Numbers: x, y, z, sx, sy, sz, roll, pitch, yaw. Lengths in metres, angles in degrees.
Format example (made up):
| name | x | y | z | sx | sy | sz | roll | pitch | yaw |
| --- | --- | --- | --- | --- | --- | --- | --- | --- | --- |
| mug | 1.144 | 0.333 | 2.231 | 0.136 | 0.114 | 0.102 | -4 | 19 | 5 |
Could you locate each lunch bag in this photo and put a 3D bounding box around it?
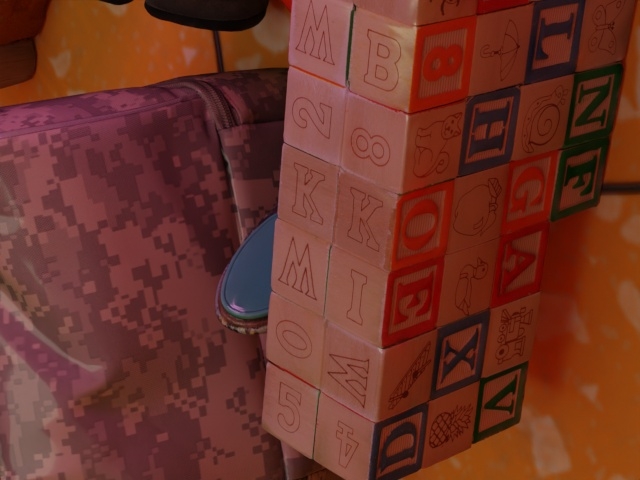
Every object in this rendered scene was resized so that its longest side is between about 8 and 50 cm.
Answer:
| name | x | y | z | sx | sy | sz | roll | pitch | yaw |
| --- | --- | --- | --- | --- | --- | --- | --- | --- | --- |
| lunch bag | -0.123 | 0.046 | 1.102 | 0.212 | 0.256 | 0.305 | -2 | 99 | 47 |

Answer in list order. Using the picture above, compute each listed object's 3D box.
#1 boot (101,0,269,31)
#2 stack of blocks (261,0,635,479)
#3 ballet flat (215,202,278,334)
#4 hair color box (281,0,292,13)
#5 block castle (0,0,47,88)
| name | x | y | z | sx | sy | sz | roll | pitch | yaw |
| --- | --- | --- | --- | --- | --- | --- | --- | --- | --- |
| boot | -0.145 | -0.247 | 1.010 | 0.223 | 0.338 | 0.118 | -51 | 21 | 39 |
| stack of blocks | 0.067 | -0.035 | 0.936 | 0.087 | 0.171 | 0.297 | 26 | 121 | 40 |
| ballet flat | 0.000 | 0.000 | 1.027 | 0.070 | 0.188 | 0.070 | 23 | 144 | 18 |
| hair color box | 0.036 | -0.197 | 0.955 | 0.053 | 0.093 | 0.167 | 53 | 145 | 12 |
| block castle | -0.298 | -0.327 | 1.211 | 0.303 | 0.212 | 0.453 | 52 | 134 | 23 |
